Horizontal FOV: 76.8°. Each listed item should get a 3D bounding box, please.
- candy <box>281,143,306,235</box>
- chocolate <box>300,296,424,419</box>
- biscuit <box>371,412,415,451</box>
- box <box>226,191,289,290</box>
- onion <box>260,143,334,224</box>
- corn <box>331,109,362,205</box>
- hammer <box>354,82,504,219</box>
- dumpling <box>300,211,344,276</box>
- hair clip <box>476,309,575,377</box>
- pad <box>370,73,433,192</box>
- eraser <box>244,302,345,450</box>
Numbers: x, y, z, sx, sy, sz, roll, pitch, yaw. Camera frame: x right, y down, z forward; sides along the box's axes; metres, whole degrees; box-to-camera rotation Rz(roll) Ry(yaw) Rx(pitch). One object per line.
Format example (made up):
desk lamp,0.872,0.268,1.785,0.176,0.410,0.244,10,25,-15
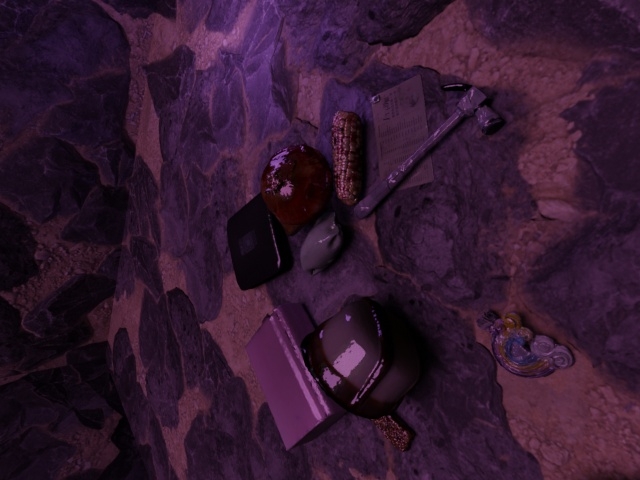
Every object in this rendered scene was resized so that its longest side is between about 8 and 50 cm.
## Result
candy,-0.081,-0.161,1.253,0.143,0.101,0.271,-34,60,52
chocolate,0.117,0.253,0.945,0.283,0.284,0.186,44,107,38
biscuit,0.157,0.452,1.046,0.199,0.034,0.064,35,115,41
box,-0.228,0.008,1.436,0.289,0.073,0.290,-31,68,44
onion,-0.081,-0.163,1.104,0.230,0.163,0.229,-11,69,31
corn,0.071,-0.220,1.086,0.086,0.086,0.253,2,94,48
hammer,0.218,-0.179,0.949,0.427,0.044,0.152,-47,59,38
dumpling,0.009,0.008,1.167,0.105,0.149,0.216,28,126,2
hair clip,0.384,0.204,0.785,0.172,0.049,0.116,43,135,29
pad,0.197,-0.258,1.001,0.160,0.009,0.264,-11,83,47
eraser,-0.079,0.412,1.250,0.272,0.122,0.359,-56,52,36
